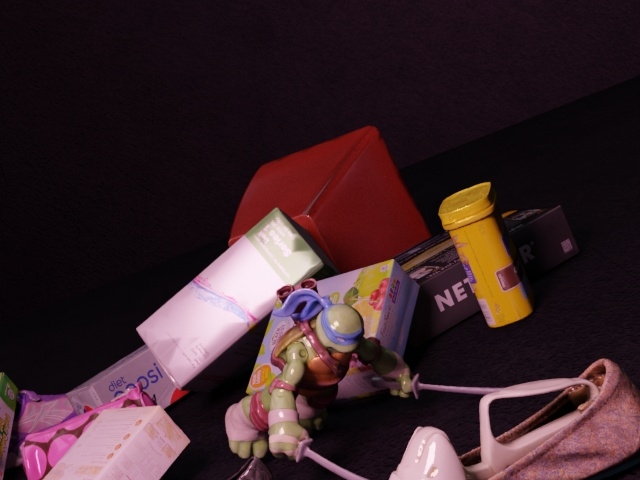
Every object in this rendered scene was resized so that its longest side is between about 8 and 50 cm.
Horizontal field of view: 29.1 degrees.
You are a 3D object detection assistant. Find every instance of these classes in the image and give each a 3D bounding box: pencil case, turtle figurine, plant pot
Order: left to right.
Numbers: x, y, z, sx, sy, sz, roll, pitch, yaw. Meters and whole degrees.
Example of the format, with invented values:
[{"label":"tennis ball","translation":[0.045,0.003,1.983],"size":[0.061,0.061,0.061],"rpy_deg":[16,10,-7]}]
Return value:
[{"label":"pencil case","translation":[-0.326,0.285,1.755],"size":[0.209,0.098,0.095],"rpy_deg":[-25,9,0]},{"label":"plant pot","translation":[0.000,0.000,2.099],"size":[0.267,0.267,0.236],"rpy_deg":[-18,18,35]},{"label":"turtle figurine","translation":[0.014,0.198,1.389],"size":[0.198,0.274,0.266],"rpy_deg":[-57,6,-33]}]

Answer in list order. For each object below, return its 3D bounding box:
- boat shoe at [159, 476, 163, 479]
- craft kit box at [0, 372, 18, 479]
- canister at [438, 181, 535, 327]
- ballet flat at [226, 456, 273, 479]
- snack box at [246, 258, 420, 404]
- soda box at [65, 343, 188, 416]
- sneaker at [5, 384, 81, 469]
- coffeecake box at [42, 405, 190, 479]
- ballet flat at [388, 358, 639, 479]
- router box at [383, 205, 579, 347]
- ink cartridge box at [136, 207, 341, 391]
[{"label":"boat shoe","translation":[-0.232,0.295,1.614],"size":[0.040,0.049,0.142],"rpy_deg":[-25,11,-3]},{"label":"craft kit box","translation":[-0.606,0.346,1.930],"size":[0.249,0.061,0.247],"rpy_deg":[-21,39,12]},{"label":"canister","translation":[0.225,0.019,1.646],"size":[0.073,0.170,0.126],"rpy_deg":[-21,10,15]},{"label":"ballet flat","translation":[-0.133,0.289,1.390],"size":[0.173,0.049,0.057],"rpy_deg":[-22,8,9]},{"label":"snack box","translation":[0.017,0.131,1.636],"size":[0.207,0.070,0.174],"rpy_deg":[-19,39,36]},{"label":"soda box","translation":[-0.260,0.214,1.978],"size":[0.286,0.098,0.091],"rpy_deg":[-31,6,-42]},{"label":"sneaker","translation":[-0.474,0.291,2.075],"size":[0.095,0.105,0.236],"rpy_deg":[-17,10,43]},{"label":"coffeecake box","translation":[-0.270,0.293,1.513],"size":[0.142,0.068,0.185],"rpy_deg":[-12,31,50]},{"label":"ballet flat","translation":[0.141,0.194,1.069],"size":[0.316,0.106,0.107],"rpy_deg":[-26,9,-12]},{"label":"router box","translation":[0.191,0.050,1.837],"size":[0.308,0.081,0.243],"rpy_deg":[-27,10,-21]},{"label":"ink cartridge box","translation":[-0.116,0.095,1.850],"size":[0.278,0.117,0.201],"rpy_deg":[-41,-13,2]}]
